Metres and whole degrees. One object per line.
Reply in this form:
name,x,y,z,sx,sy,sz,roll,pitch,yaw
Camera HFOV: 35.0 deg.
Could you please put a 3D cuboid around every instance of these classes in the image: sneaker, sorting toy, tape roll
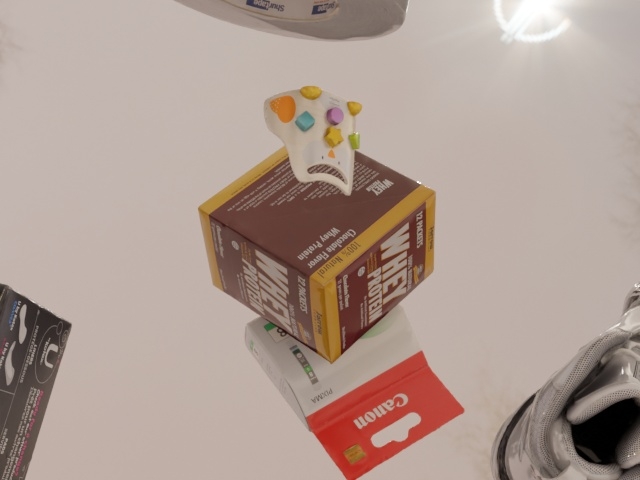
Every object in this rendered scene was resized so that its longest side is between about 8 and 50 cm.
sneaker,0.314,0.114,0.918,0.137,0.366,0.210,48,173,11
sorting toy,0.002,-0.073,0.785,0.083,0.045,0.075,14,-119,-35
tape roll,-0.035,-0.224,0.785,0.219,0.072,0.219,11,176,1

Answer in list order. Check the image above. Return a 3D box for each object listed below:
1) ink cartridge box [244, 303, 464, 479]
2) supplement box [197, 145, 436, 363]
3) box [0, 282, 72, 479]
ink cartridge box,0.042,0.152,1.221,0.181,0.056,0.224,-27,-122,-23
supplement box,0.000,0.000,1.169,0.194,0.129,0.191,30,-126,31
box,-0.347,0.101,0.787,0.247,0.163,0.142,11,166,11
